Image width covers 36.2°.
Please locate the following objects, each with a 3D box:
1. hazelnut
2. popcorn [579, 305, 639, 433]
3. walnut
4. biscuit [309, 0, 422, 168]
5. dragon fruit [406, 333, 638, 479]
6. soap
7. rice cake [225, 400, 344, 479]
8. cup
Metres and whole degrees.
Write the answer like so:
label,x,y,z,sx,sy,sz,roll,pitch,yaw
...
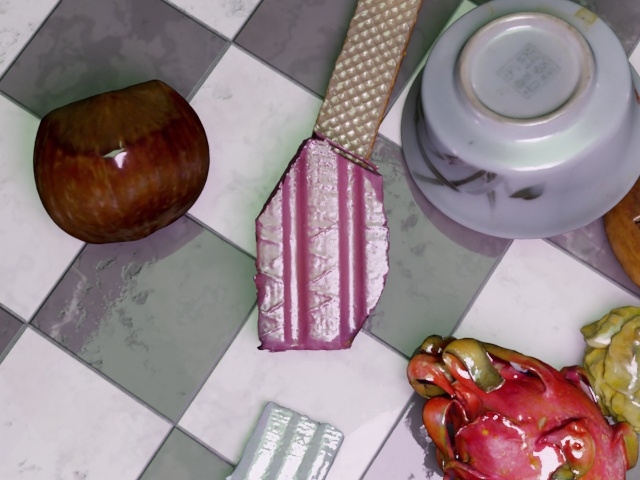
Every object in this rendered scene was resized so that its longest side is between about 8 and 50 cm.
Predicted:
label,x,y,z,sx,sy,sz,roll,pitch,yaw
hazelnut,-0.262,-0.098,1.303,0.234,0.218,0.218,-15,79,-3
popcorn,0.444,0.161,1.273,0.195,0.173,0.168,-13,65,-8
walnut,0.449,-0.001,1.312,0.115,0.116,0.207,-9,51,-2
biscuit,0.075,-0.265,1.411,0.094,0.054,0.379,19,79,4
dragon fruit,0.244,0.255,1.218,0.307,0.227,0.243,14,74,6
soap,0.000,0.000,1.301,0.182,0.112,0.289,-2,92,-4
rice cake,-0.066,0.340,1.292,0.127,0.043,0.237,21,78,6
cup,0.269,-0.190,1.303,0.347,0.163,0.347,-4,69,11
